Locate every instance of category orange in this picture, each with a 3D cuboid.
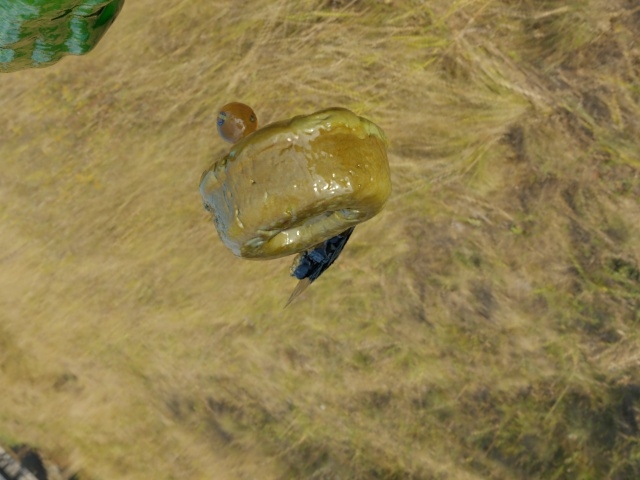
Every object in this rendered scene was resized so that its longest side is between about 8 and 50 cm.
[{"bbox_3d":[-0.159,-0.224,1.369,0.083,0.083,0.083,34,152,21],"label":"orange"}]

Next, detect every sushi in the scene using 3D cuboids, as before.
[{"bbox_3d":[0.000,0.000,1.245,0.043,0.192,0.279,33,153,-7],"label":"sushi"}]

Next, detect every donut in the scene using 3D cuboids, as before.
[{"bbox_3d":[-0.035,-0.067,0.937,0.261,0.209,0.128,-29,70,34],"label":"donut"}]

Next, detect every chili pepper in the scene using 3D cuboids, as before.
[{"bbox_3d":[-0.303,-0.290,0.788,0.167,0.213,0.385,38,161,-24],"label":"chili pepper"}]
